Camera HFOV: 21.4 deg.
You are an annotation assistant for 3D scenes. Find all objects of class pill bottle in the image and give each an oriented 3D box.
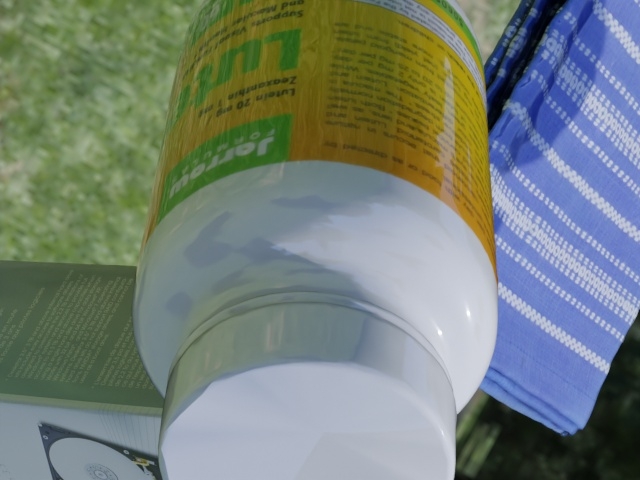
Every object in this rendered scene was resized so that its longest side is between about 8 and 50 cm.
[{"bbox_3d":[0.000,0.000,0.662,0.245,0.136,0.136,-86,-166,-51],"label":"pill bottle"}]

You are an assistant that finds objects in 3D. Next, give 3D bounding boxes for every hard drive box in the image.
[{"bbox_3d":[-0.109,0.101,0.833,0.089,0.232,0.181,-64,144,-37],"label":"hard drive box"}]

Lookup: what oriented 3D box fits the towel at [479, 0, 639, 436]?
[{"bbox_3d":[0.164,-0.067,0.894,0.243,0.040,0.336,34,84,-52],"label":"towel"}]
